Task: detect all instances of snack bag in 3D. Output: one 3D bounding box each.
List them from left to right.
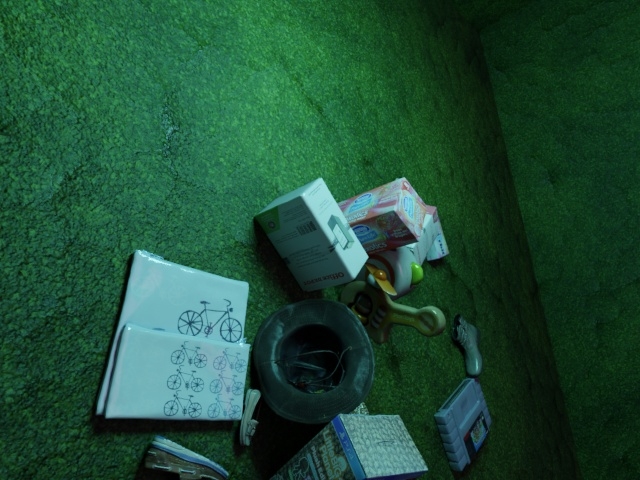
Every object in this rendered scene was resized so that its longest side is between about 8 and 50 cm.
[{"bbox_3d":[-0.291,0.217,0.933,0.323,0.037,0.343,24,60,-40],"label":"snack bag"}]

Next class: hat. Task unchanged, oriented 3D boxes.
[{"bbox_3d":[-0.013,0.320,1.089,0.134,0.331,0.331,82,23,-51],"label":"hat"}]

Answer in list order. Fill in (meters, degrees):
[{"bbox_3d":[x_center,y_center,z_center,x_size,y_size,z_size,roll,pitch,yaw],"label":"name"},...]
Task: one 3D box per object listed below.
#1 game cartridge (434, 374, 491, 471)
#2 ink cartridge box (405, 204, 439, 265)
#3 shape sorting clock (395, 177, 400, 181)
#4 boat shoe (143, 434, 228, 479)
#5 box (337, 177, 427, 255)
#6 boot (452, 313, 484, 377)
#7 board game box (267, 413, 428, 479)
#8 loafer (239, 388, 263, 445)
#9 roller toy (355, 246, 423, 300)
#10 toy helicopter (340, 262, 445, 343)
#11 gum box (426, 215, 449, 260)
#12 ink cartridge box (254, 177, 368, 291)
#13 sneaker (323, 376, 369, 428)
[{"bbox_3d":[0.589,0.727,1.691,0.355,0.068,0.230,-18,86,-49],"label":"game cartridge"},{"bbox_3d":[0.370,-0.010,1.611,0.218,0.092,0.159,-56,144,-27],"label":"ink cartridge box"},{"bbox_3d":[0.377,-0.175,1.750,0.206,0.040,0.206,45,21,-23],"label":"shape sorting clock"},{"bbox_3d":[-0.275,0.465,0.850,0.183,0.066,0.066,38,56,-20],"label":"boat shoe"},{"bbox_3d":[0.164,-0.060,1.322,0.142,0.299,0.154,47,48,-26],"label":"box"},{"bbox_3d":[0.628,0.457,1.824,0.161,0.083,0.247,34,48,-27],"label":"boot"},{"bbox_3d":[0.058,0.555,0.983,0.232,0.291,0.141,22,27,-41],"label":"board game box"},{"bbox_3d":[-0.162,0.418,0.989,0.045,0.039,0.125,67,25,-61],"label":"loafer"},{"bbox_3d":[0.216,0.109,1.404,0.146,0.209,0.191,-13,61,-49],"label":"roller toy"},{"bbox_3d":[0.202,0.194,1.233,0.140,0.355,0.235,2,93,-46],"label":"toy helicopter"},{"bbox_3d":[0.493,-0.016,1.840,0.107,0.062,0.189,-16,88,-49],"label":"gum box"},{"bbox_3d":[-0.023,-0.008,1.178,0.273,0.198,0.115,58,42,-16],"label":"ink cartridge box"},{"bbox_3d":[0.046,0.434,1.181,0.099,0.153,0.282,-4,43,-19],"label":"sneaker"}]
